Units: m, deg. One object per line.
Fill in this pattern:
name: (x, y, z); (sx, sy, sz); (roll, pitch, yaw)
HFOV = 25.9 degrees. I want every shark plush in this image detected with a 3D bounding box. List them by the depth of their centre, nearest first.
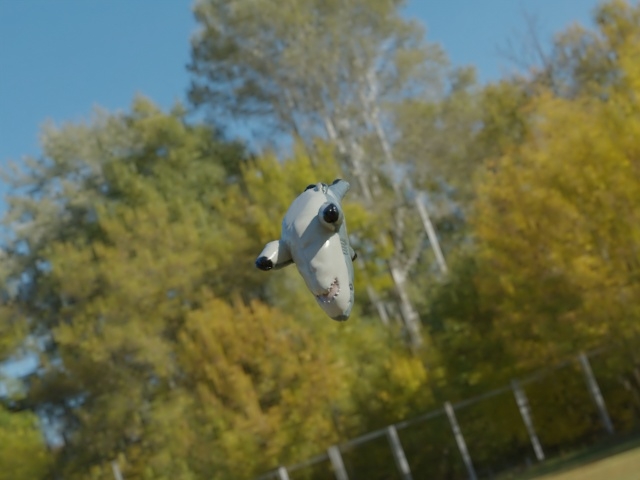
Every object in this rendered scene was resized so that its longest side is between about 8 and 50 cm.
shark plush: (0.000, 0.000, 1.021); (0.073, 0.067, 0.161); (-40, 17, 11)
